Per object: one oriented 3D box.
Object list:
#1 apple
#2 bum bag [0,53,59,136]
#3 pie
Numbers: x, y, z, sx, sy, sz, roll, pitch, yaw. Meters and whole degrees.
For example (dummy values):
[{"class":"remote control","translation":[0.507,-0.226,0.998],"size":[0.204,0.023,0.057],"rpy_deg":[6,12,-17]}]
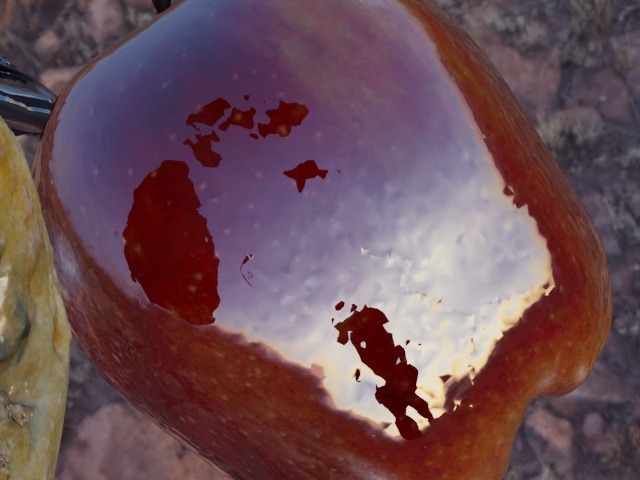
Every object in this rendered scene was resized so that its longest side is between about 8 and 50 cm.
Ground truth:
[{"class":"apple","translation":[0.000,0.000,0.640],"size":[0.288,0.288,0.317],"rpy_deg":[-43,89,-13]},{"class":"bum bag","translation":[-0.271,-0.124,0.891],"size":[0.248,0.123,0.060],"rpy_deg":[31,97,46]},{"class":"pie","translation":[-0.140,0.027,0.404],"size":[0.052,0.218,0.185],"rpy_deg":[-5,79,9]}]
